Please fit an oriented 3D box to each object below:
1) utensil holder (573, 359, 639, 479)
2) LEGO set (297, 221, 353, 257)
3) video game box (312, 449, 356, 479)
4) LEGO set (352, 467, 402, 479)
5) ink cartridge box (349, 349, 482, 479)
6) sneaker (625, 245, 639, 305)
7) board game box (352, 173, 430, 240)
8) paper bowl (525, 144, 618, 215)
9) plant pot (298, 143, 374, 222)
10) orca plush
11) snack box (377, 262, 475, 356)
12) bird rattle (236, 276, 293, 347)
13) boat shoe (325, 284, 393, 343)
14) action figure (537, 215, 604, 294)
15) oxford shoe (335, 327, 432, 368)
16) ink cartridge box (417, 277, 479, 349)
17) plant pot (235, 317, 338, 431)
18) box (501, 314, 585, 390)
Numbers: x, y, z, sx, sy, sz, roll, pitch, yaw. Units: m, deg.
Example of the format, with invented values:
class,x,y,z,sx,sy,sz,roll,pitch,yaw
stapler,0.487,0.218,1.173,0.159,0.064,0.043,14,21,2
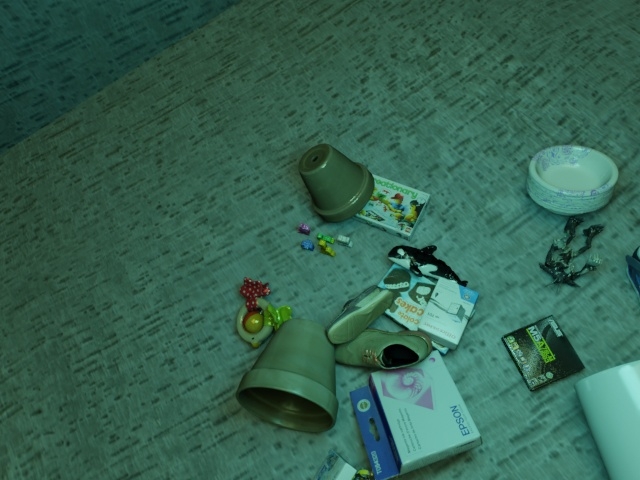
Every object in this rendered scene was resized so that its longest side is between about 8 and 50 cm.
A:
class,x,y,z,sx,sy,sz,roll,pitch,yaw
utensil holder,0.910,0.540,1.357,0.327,0.328,0.386,-14,60,4
LEGO set,0.000,0.000,1.911,0.227,0.093,0.087,15,69,17
video game box,0.014,0.743,1.505,0.048,0.187,0.205,37,75,-5
LEGO set,0.192,0.773,1.414,0.331,0.192,0.255,24,48,23
ink cartridge box,0.273,0.527,1.556,0.329,0.072,0.324,-20,39,0
sneaker,1.079,0.148,1.553,0.130,0.236,0.323,-18,63,2
board game box,0.245,-0.140,1.953,0.305,0.053,0.193,22,70,20
paper bowl,0.876,-0.199,1.781,0.283,0.148,0.284,-6,43,5
plant pot,0.039,-0.237,1.893,0.262,0.229,0.263,-23,43,24
orca plush,0.385,0.071,1.759,0.287,0.151,0.102,29,112,22
snack box,0.345,0.230,1.754,0.321,0.060,0.187,33,75,23
bird rattle,-0.229,0.263,1.818,0.253,0.143,0.207,38,93,27
boat shoe,0.119,0.241,1.686,0.285,0.103,0.092,-32,41,-28
action figure,0.846,0.045,1.704,0.164,0.141,0.276,29,71,10
oxford shoe,0.179,0.357,1.644,0.347,0.130,0.123,-13,92,26
ink cartridge box,0.417,0.239,1.657,0.139,0.082,0.191,22,69,19
plant pot,-0.078,0.417,1.629,0.322,0.323,0.281,6,52,14
box,0.713,0.361,1.630,0.184,0.045,0.191,-23,63,2
